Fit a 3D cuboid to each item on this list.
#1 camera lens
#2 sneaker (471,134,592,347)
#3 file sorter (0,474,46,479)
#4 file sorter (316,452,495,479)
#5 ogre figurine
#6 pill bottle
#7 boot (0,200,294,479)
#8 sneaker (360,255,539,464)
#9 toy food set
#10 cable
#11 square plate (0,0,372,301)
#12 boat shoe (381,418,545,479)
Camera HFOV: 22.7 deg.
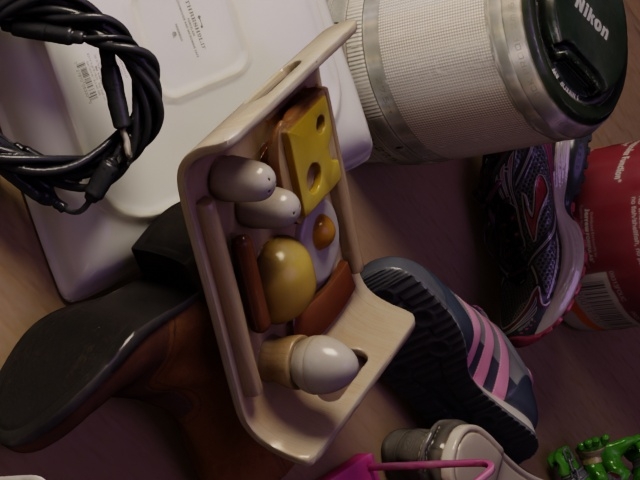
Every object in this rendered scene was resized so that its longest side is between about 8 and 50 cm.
[{"bbox_3d":[0.147,-0.193,1.572,0.219,0.274,0.219,13,74,-50],"label":"camera lens"},{"bbox_3d":[0.223,-0.026,1.787,0.112,0.121,0.299,14,68,-25],"label":"sneaker"},{"bbox_3d":[-0.262,0.234,1.049,0.278,0.173,0.193,48,48,-35],"label":"file sorter"},{"bbox_3d":[0.085,0.364,1.463,0.202,0.182,0.291,-24,102,-51],"label":"file sorter"},{"bbox_3d":[0.351,0.295,1.899,0.197,0.097,0.118,22,47,-65],"label":"ogre figurine"},{"bbox_3d":[0.462,-0.020,1.849,0.224,0.392,0.224,14,73,-51],"label":"pill bottle"},{"bbox_3d":[-0.129,0.144,1.327,0.264,0.096,0.280,-53,139,-31],"label":"boot"},{"bbox_3d":[0.127,0.100,1.648,0.319,0.112,0.131,54,30,-38],"label":"sneaker"},{"bbox_3d":[0.000,0.000,1.307,0.220,0.092,0.306,-49,137,-46],"label":"toy food set"},{"bbox_3d":[-0.211,-0.118,1.213,0.184,0.150,0.047,40,6,-13],"label":"cable"},{"bbox_3d":[-0.119,-0.170,1.327,0.344,0.049,0.347,-27,107,-33],"label":"square plate"},{"bbox_3d":[0.177,0.284,1.686,0.335,0.095,0.112,49,56,-42],"label":"boat shoe"}]
